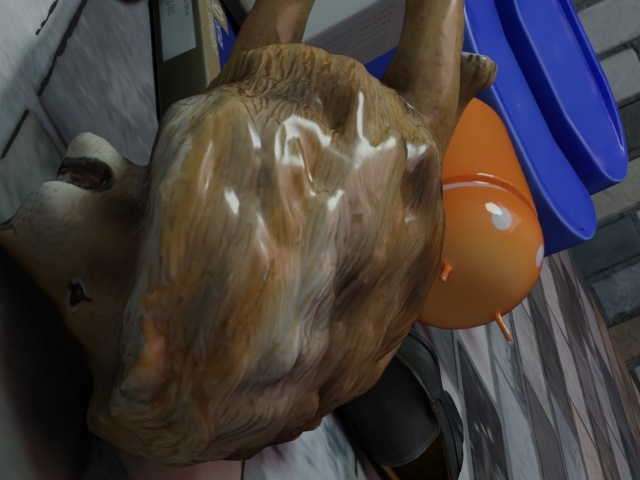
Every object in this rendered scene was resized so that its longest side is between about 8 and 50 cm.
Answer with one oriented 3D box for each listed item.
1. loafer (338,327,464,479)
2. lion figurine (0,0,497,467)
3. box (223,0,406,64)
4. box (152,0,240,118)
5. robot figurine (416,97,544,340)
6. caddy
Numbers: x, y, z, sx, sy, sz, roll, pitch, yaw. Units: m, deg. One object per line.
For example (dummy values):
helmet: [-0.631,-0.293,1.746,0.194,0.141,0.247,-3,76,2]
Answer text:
loafer: [0.046,0.099,0.964,0.170,0.062,0.061,50,24,-49]
lion figurine: [0.000,0.000,0.743,0.392,0.142,0.240,52,48,-70]
box: [0.007,-0.161,1.042,0.091,0.130,0.170,60,-4,5]
box: [-0.027,-0.036,0.976,0.136,0.036,0.225,-101,163,-50]
robot figurine: [0.095,-0.023,1.259,0.219,0.128,0.158,-102,-165,-47]
caddy: [0.127,-0.123,1.514,0.341,0.179,0.241,62,36,-17]
